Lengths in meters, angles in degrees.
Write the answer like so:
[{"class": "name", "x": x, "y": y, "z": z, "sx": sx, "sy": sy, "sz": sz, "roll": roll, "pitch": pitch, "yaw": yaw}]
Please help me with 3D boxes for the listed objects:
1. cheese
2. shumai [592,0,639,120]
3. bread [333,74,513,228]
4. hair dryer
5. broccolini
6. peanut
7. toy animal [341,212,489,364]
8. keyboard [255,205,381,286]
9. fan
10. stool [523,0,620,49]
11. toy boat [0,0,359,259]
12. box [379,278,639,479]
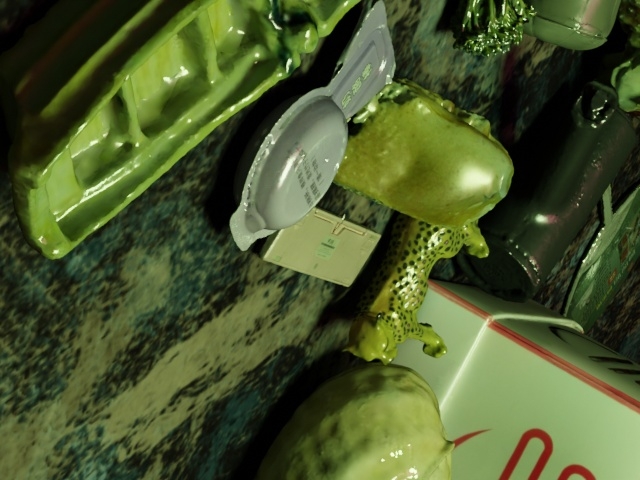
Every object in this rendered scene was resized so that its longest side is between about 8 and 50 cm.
[{"class": "cheese", "x": -0.005, "y": -0.074, "z": 1.158, "sx": 0.191, "sy": 0.042, "sz": 0.105, "roll": -52, "pitch": 156, "yaw": -19}, {"class": "shumai", "x": 0.364, "y": -0.193, "z": 1.558, "sx": 0.256, "sy": 0.189, "sz": 0.218, "roll": -1, "pitch": 115, "yaw": -56}, {"class": "bread", "x": 0.085, "y": -0.057, "z": 1.274, "sx": 0.156, "sy": 0.110, "sz": 0.103, "roll": -1, "pitch": 123, "yaw": -61}, {"class": "hair dryer", "x": 0.218, "y": -0.069, "z": 1.473, "sx": 0.197, "sy": 0.089, "sz": 0.251, "roll": -51, "pitch": 172, "yaw": -19}, {"class": "broccolini", "x": 0.146, "y": -0.238, "z": 1.249, "sx": 0.067, "sy": 0.058, "sz": 0.216, "roll": -24, "pitch": 137, "yaw": -48}, {"class": "peanut", "x": 0.000, "y": 0.261, "z": 1.395, "sx": 0.340, "sy": 0.174, "sz": 0.158, "roll": -56, "pitch": -160, "yaw": 0}, {"class": "toy animal", "x": 0.083, "y": 0.022, "z": 1.399, "sx": 0.181, "sy": 0.073, "sz": 0.136, "roll": -62, "pitch": 154, "yaw": 0}, {"class": "keyboard", "x": 0.000, "y": 0.000, "z": 1.281, "sx": 0.055, "sy": 0.017, "sz": 0.166, "roll": -58, "pitch": 156, "yaw": 6}, {"class": "fan", "x": 0.350, "y": -0.011, "z": 1.942, "sx": 0.223, "sy": 0.012, "sz": 0.294, "roll": -39, "pitch": 149, "yaw": -39}, {"class": "stool", "x": 0.198, "y": -0.212, "z": 1.337, "sx": 0.096, "sy": 0.096, "sz": 0.110, "roll": -1, "pitch": 113, "yaw": -62}, {"class": "toy boat", "x": -0.082, "y": -0.110, "z": 0.931, "sx": 0.276, "sy": 0.084, "sz": 0.111, "roll": -43, "pitch": 153, "yaw": -26}, {"class": "box", "x": 0.197, "y": 0.242, "z": 1.577, "sx": 0.312, "sy": 0.300, "sz": 0.314, "roll": -63, "pitch": 156, "yaw": 7}]
